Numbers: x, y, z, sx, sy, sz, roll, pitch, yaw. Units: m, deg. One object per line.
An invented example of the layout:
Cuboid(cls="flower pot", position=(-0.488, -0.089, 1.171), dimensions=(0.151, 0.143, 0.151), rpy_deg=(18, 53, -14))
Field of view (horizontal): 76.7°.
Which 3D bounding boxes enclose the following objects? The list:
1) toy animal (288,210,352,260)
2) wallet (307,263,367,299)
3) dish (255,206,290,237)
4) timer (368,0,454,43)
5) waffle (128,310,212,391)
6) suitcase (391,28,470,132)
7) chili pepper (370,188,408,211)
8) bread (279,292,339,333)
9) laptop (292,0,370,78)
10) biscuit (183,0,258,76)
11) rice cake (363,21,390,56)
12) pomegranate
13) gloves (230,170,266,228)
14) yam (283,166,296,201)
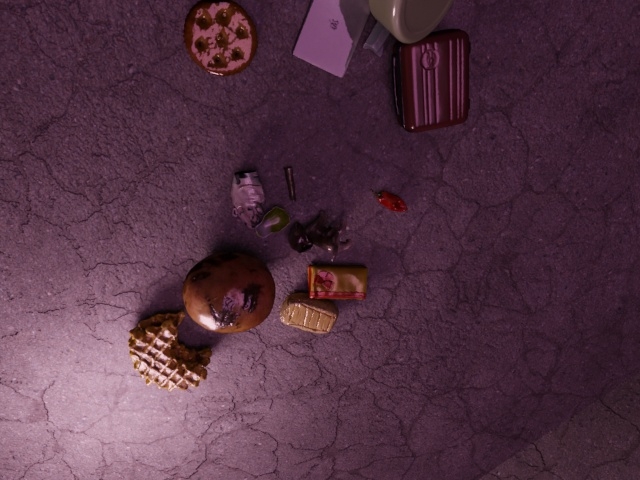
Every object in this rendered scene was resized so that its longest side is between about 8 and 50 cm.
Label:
Cuboid(cls="toy animal", position=(0.001, -0.010, 1.489), dimensions=(0.169, 0.233, 0.121), rpy_deg=(-47, 135, -33))
Cuboid(cls="wallet", position=(0.070, 0.167, 1.608), dimensions=(0.240, 0.067, 0.142), rpy_deg=(2, 87, -14))
Cuboid(cls="dish", position=(-0.182, -0.068, 1.492), dimensions=(0.137, 0.039, 0.091), rpy_deg=(-37, 119, 3))
Cuboid(cls="timer", position=(0.198, -0.760, 1.133), dimensions=(0.290, 0.315, 0.291), rpy_deg=(-36, 153, -21))
Cuboid(cls="waffle", position=(-0.589, 0.437, 1.583), dimensions=(0.260, 0.151, 0.325), rpy_deg=(-23, 113, 5))
Cuboid(cls="suitcase", position=(0.360, -0.519, 1.327), dimensions=(0.235, 0.161, 0.298), rpy_deg=(-12, 116, -6))
Cuboid(cls="chili pepper", position=(0.265, -0.149, 1.537), dimensions=(0.191, 0.050, 0.059), rpy_deg=(22, 92, -27))
Cuboid(cls="bread", position=(-0.047, 0.289, 1.643), dimensions=(0.236, 0.106, 0.140), rpy_deg=(18, 111, -18))
Cuboid(cls="laptop", position=(0.042, -0.680, 1.274), dimensions=(0.187, 0.015, 0.269), rpy_deg=(19, 109, -18))
Cuboid(cls="biscuit", position=(-0.300, -0.608, 1.212), dimensions=(0.220, 0.066, 0.221), rpy_deg=(-4, 114, -9))
Cuboid(cls="rice cake", position=(0.240, -0.725, 1.279), dimensions=(0.081, 0.051, 0.290), rpy_deg=(13, 116, -52))
Cuboid(cls="pomegranate", position=(-0.321, 0.179, 1.435), dimensions=(0.321, 0.322, 0.323), rpy_deg=(-4, 115, -9))
Cuboid(cls="gloves", position=(-0.253, -0.135, 1.416), dimensions=(0.127, 0.111, 0.213), rpy_deg=(-8, 109, -10))
Cuboid(cls="yam", position=(-0.109, -0.199, 1.454), dimensions=(0.033, 0.027, 0.130), rpy_deg=(-19, 118, -26))
